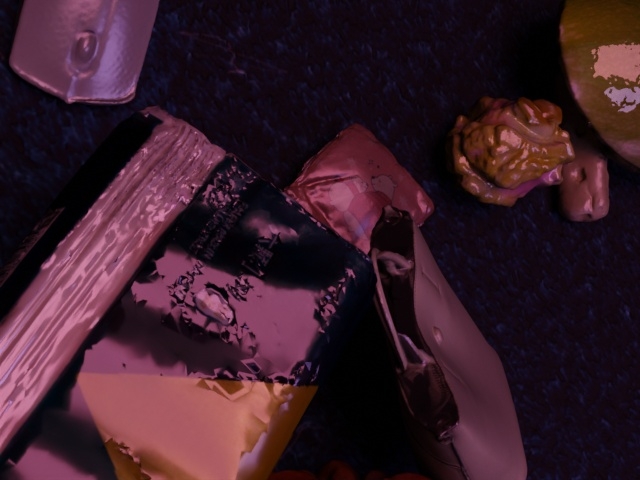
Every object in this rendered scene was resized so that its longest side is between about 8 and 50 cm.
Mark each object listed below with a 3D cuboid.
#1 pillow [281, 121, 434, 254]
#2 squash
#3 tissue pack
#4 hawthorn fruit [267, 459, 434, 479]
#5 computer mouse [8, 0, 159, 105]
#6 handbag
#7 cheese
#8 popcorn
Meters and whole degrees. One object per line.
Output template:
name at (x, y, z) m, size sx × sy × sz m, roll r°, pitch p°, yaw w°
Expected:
pillow at (0.000, 0.000, 1.135) m, size 0.135 × 0.049 × 0.248 m, roll 48°, pitch 64°, yaw -12°
squash at (0.387, -0.191, 1.351) m, size 0.308 × 0.210 × 0.234 m, roll -3°, pitch 79°, yaw -19°
tissue pack at (-0.179, 0.144, 0.858) m, size 0.253 × 0.264 × 0.417 m, roll 38°, pitch 62°, yaw -7°
hawthorn fruit at (0.014, 0.343, 0.948) m, size 0.276 × 0.277 × 0.298 m, roll 3°, pitch 86°, yaw -30°
computer mouse at (-0.214, -0.239, 1.049) m, size 0.127 × 0.079 × 0.231 m, roll 11°, pitch 77°, yaw -25°
handbag at (0.110, 0.104, 1.019) m, size 0.109 × 0.315 × 0.241 m, roll -16°, pitch 51°, yaw 6°
cheese at (0.313, -0.118, 1.339) m, size 0.043 × 0.064 × 0.194 m, roll 39°, pitch 49°, yaw -67°
popcorn at (0.208, -0.100, 1.239) m, size 0.145 × 0.125 × 0.126 m, roll -4°, pitch 91°, yaw -12°
